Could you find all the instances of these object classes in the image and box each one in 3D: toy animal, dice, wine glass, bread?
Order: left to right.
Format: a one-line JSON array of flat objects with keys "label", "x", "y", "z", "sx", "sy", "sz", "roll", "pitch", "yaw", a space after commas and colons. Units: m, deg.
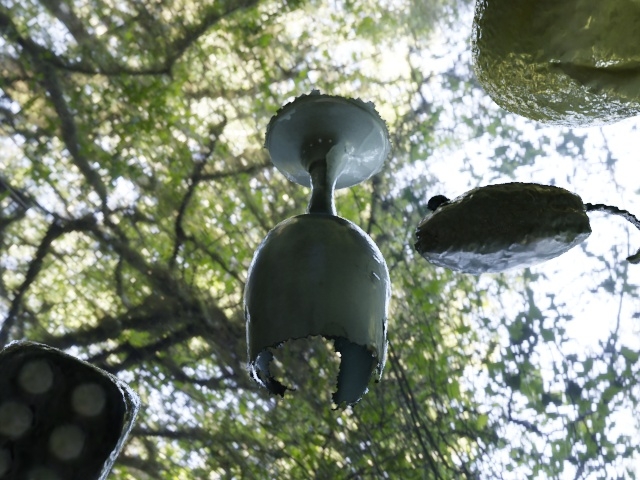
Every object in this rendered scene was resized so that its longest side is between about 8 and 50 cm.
[{"label": "dice", "x": -0.332, "y": 0.236, "z": 0.951, "sx": 0.182, "sy": 0.183, "sz": 0.182, "roll": 26, "pitch": -118, "yaw": -8}, {"label": "wine glass", "x": 0.000, "y": 0.000, "z": 0.766, "sx": 0.144, "sy": 0.143, "sz": 0.321, "roll": -9, "pitch": -135, "yaw": 16}, {"label": "toy animal", "x": 0.184, "y": -0.010, "z": 0.627, "sx": 0.079, "sy": 0.253, "sz": 0.070, "roll": -8, "pitch": -95, "yaw": 64}, {"label": "bread", "x": 0.335, "y": -0.293, "z": 1.011, "sx": 0.237, "sy": 0.320, "sz": 0.320, "roll": 17, "pitch": -118, "yaw": 44}]
